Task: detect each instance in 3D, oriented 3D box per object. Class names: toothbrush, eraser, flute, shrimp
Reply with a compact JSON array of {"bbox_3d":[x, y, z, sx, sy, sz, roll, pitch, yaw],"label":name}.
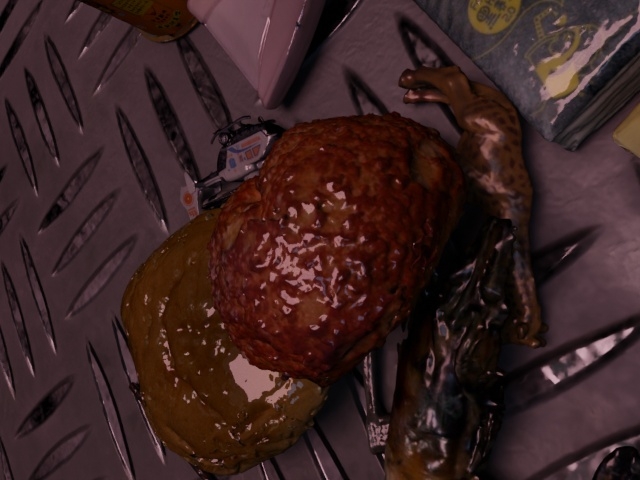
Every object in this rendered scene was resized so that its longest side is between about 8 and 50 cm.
[{"bbox_3d":[0.048,0.062,0.644,0.031,0.030,0.297,-11,82,29],"label":"toothbrush"},{"bbox_3d":[-0.040,-0.297,0.710,0.243,0.059,0.204,-51,59,29],"label":"eraser"},{"bbox_3d":[-0.174,0.268,0.821,0.270,0.014,0.014,37,110,33],"label":"flute"},{"bbox_3d":[0.152,0.166,0.503,0.233,0.071,0.364,21,113,39],"label":"shrimp"}]

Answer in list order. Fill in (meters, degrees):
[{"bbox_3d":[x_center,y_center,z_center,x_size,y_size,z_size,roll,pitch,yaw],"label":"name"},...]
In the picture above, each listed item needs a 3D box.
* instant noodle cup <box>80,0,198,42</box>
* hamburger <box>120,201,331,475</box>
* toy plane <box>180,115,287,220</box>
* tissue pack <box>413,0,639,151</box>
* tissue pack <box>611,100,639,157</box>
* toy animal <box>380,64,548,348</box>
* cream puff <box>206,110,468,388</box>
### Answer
[{"bbox_3d":[-0.249,-0.377,0.807,0.216,0.172,0.215,-1,88,40],"label":"instant noodle cup"},{"bbox_3d":[-0.100,0.096,0.694,0.265,0.134,0.284,-40,67,32],"label":"hamburger"},{"bbox_3d":[-0.101,-0.087,0.757,0.197,0.053,0.078,-25,82,31],"label":"toy plane"},{"bbox_3d":[0.179,-0.227,0.519,0.185,0.081,0.257,-47,61,26],"label":"tissue pack"},{"bbox_3d":[0.307,-0.108,0.363,0.125,0.159,0.234,50,117,28],"label":"tissue pack"},{"bbox_3d":[0.137,-0.042,0.565,0.149,0.054,0.275,-47,62,30],"label":"toy animal"},{"bbox_3d":[0.000,-0.001,0.517,0.164,0.240,0.240,23,107,-9],"label":"cream puff"}]
